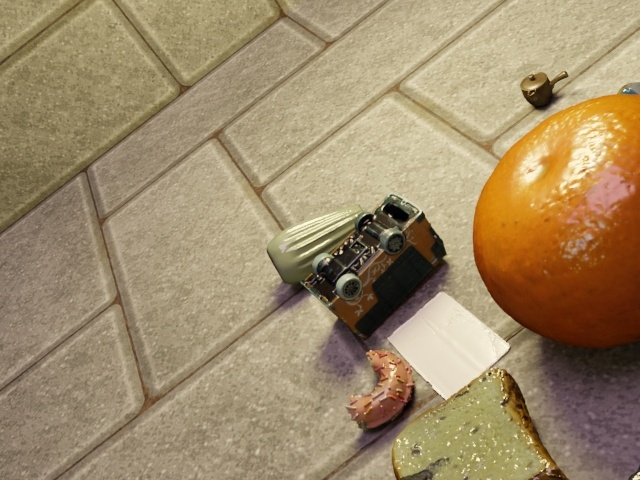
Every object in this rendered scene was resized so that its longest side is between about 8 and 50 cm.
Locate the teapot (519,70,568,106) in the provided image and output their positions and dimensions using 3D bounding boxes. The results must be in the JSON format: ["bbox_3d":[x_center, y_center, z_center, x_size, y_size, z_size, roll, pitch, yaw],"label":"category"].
[{"bbox_3d":[0.521,-0.352,1.773,0.110,0.080,0.085,-13,41,31],"label":"teapot"}]

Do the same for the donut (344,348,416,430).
[{"bbox_3d":[0.119,0.271,1.432,0.117,0.065,0.166,-14,43,31],"label":"donut"}]

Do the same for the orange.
[{"bbox_3d":[0.457,-0.027,1.247,0.424,0.326,0.424,-43,23,23],"label":"orange"}]

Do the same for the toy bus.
[{"bbox_3d":[0.118,0.051,1.598,0.275,0.167,0.138,-46,36,-4],"label":"toy bus"}]

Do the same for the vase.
[{"bbox_3d":[0.000,0.000,1.799,0.248,0.128,0.128,-30,35,-5],"label":"vase"}]

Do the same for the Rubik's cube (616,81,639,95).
[{"bbox_3d":[0.574,-0.188,1.425,0.254,0.254,0.254,-23,37,19],"label":"Rubik's cube"}]

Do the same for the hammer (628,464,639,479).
[{"bbox_3d":[0.519,0.251,1.134,0.111,0.033,0.287,8,55,47],"label":"hammer"}]

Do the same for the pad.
[{"bbox_3d":[0.238,0.196,1.465,0.156,0.004,0.232,-41,35,-4],"label":"pad"}]

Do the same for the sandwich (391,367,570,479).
[{"bbox_3d":[0.231,0.348,1.171,0.249,0.095,0.273,-36,20,11],"label":"sandwich"}]
